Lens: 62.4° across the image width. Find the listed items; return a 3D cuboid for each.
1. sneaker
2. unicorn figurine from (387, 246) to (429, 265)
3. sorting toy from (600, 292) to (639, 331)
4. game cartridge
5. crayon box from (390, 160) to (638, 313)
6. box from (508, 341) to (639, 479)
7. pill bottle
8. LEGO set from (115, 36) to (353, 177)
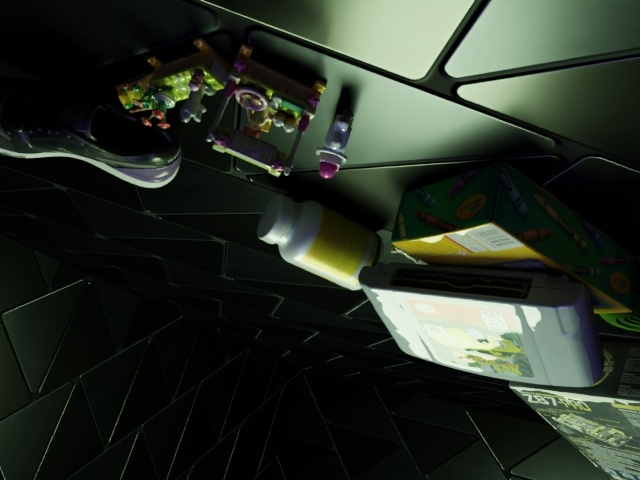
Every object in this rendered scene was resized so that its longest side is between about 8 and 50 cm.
[{"bbox_3d":[-0.312,-0.153,0.657,0.283,0.107,0.124,13,170,-17],"label":"sneaker"},{"bbox_3d":[0.167,0.030,0.830,0.111,0.060,0.162,19,161,-3],"label":"unicorn figurine"},{"bbox_3d":[0.514,0.163,0.810,0.366,0.126,0.127,14,161,6],"label":"sorting toy"},{"bbox_3d":[0.211,0.114,0.714,0.294,0.060,0.196,2,143,39],"label":"game cartridge"},{"bbox_3d":[0.252,0.014,0.684,0.278,0.081,0.165,27,159,-26],"label":"crayon box"},{"bbox_3d":[0.507,0.260,0.696,0.318,0.097,0.395,39,155,-18],"label":"box"},{"bbox_3d":[0.000,0.000,0.821,0.184,0.103,0.103,26,158,-24],"label":"pill bottle"},{"bbox_3d":[-0.110,-0.127,0.560,0.287,0.107,0.132,14,160,6],"label":"LEGO set"}]
